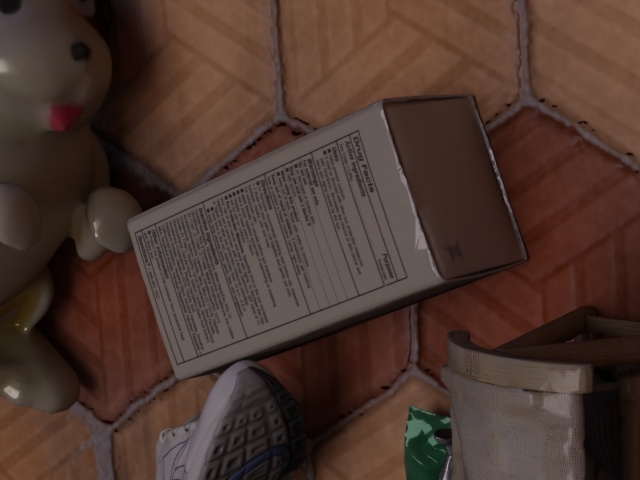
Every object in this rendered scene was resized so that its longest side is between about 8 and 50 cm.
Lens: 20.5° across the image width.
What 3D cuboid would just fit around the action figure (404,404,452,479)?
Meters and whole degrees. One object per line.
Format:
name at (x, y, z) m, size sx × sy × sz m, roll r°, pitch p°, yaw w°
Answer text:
action figure at (0.106, 0.266, 1.449) m, size 0.137 × 0.063 × 0.232 m, roll 22°, pitch 114°, yaw 31°

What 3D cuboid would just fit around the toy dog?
toy dog at (-0.319, -0.083, 1.627) m, size 0.395 × 0.284 × 0.408 m, roll 52°, pitch 125°, yaw 42°

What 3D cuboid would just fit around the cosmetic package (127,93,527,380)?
cosmetic package at (0.000, 0.000, 1.444) m, size 0.296 × 0.129 × 0.153 m, roll -21°, pitch 83°, yaw 39°

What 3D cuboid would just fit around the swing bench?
swing bench at (0.180, 0.189, 1.239) m, size 0.165 × 0.254 × 0.253 m, roll 5°, pitch 97°, yaw 41°

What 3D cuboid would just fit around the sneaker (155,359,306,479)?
sneaker at (-0.098, 0.196, 1.528) m, size 0.129 × 0.111 × 0.297 m, roll 53°, pitch 146°, yaw 30°
